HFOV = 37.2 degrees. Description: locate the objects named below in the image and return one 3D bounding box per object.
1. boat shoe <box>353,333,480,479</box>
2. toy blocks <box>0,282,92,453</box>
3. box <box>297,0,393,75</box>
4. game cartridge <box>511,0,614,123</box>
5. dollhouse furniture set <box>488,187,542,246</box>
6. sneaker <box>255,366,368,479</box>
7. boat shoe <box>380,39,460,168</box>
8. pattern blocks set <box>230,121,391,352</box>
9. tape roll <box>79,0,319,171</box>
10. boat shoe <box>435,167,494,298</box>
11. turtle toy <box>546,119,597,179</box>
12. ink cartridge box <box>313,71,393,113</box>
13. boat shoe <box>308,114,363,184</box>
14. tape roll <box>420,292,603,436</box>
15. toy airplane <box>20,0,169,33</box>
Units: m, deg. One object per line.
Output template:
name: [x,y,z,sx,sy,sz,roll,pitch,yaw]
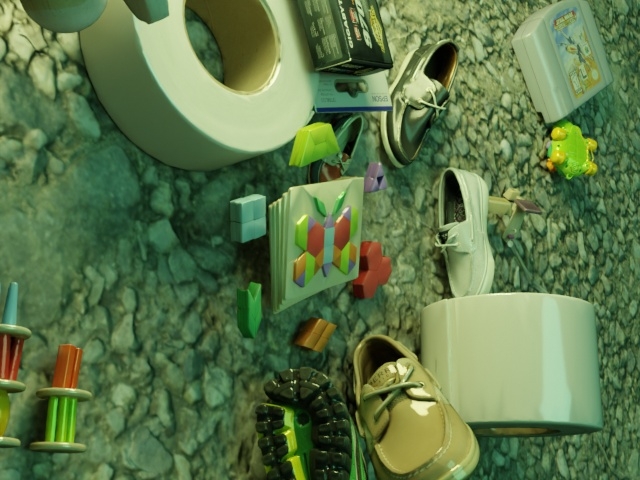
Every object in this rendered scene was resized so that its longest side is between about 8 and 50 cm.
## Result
boat shoe: [0.090,0.202,1.122,0.121,0.341,0.110,-32,102,-1]
toy blocks: [-0.268,0.119,0.888,0.123,0.054,0.148,18,67,-44]
box: [0.019,-0.320,1.197,0.175,0.051,0.220,-17,93,-67]
game cartridge: [0.472,-0.359,1.840,0.297,0.062,0.198,-34,110,-47]
dollhouse furniture set: [0.287,-0.039,1.582,0.114,0.091,0.081,7,116,-25]
sneaker: [0.017,0.321,1.073,0.146,0.134,0.344,46,37,-67]
boat shoe: [0.150,-0.210,1.424,0.084,0.079,0.233,45,52,-33]
pattern blocks set: [0.000,0.000,1.164,0.325,0.026,0.286,-36,127,-48]
tape roll: [-0.130,-0.225,1.098,0.286,0.100,0.286,16,68,-45]
boat shoe: [0.207,-0.006,1.442,0.081,0.079,0.228,20,60,-33]
turtle toy: [0.455,-0.168,1.757,0.095,0.066,0.130,17,63,-19]
ink cartridge box: [-0.010,-0.346,1.290,0.175,0.069,0.371,-11,85,-50]
boat shoe: [0.022,-0.114,1.281,0.049,0.043,0.137,44,52,-34]
tape roll: [0.260,0.180,1.315,0.246,0.246,0.169,16,68,-45]
toy airplane: [-0.229,-0.288,0.832,0.272,0.385,0.385,90,9,-50]
